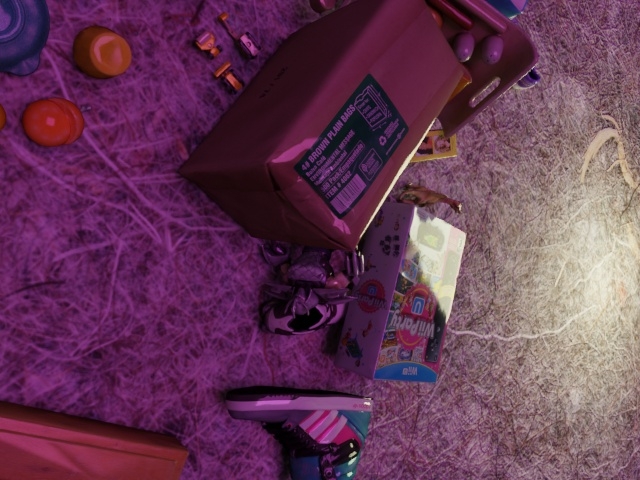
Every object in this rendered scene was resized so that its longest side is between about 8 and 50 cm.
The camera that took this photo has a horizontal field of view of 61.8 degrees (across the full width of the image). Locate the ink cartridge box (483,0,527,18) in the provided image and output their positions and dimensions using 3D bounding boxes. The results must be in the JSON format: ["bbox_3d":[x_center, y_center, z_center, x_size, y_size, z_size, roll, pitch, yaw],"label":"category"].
[{"bbox_3d":[0.217,-0.491,0.926,0.197,0.270,0.198,34,74,-30],"label":"ink cartridge box"}]

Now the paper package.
[{"bbox_3d":[-0.005,-0.169,0.769,0.168,0.309,0.325,44,70,-28],"label":"paper package"}]

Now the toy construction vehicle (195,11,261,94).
[{"bbox_3d":[-0.144,-0.292,0.837,0.086,0.035,0.098,-49,115,-10],"label":"toy construction vehicle"}]

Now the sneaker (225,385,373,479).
[{"bbox_3d":[-0.036,0.343,0.899,0.295,0.123,0.179,16,74,-35],"label":"sneaker"}]

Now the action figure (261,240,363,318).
[{"bbox_3d":[0.000,0.000,0.880,0.099,0.185,0.285,66,38,-54],"label":"action figure"}]

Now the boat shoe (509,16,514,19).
[{"bbox_3d":[0.357,-0.657,1.109,0.156,0.135,0.368,1,102,-32],"label":"boat shoe"}]

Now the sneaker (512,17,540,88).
[{"bbox_3d":[0.461,-0.432,1.219,0.068,0.071,0.170,-39,113,-26],"label":"sneaker"}]

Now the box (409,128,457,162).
[{"bbox_3d":[0.149,-0.175,1.012,0.232,0.087,0.058,-14,103,-34],"label":"box"}]

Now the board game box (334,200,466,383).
[{"bbox_3d":[0.159,0.103,1.000,0.224,0.097,0.304,19,83,-48],"label":"board game box"}]

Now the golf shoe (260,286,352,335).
[{"bbox_3d":[-0.002,0.126,0.921,0.198,0.093,0.077,-14,100,-35],"label":"golf shoe"}]

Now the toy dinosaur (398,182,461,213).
[{"bbox_3d":[0.199,-0.090,1.046,0.183,0.092,0.053,8,88,-35],"label":"toy dinosaur"}]

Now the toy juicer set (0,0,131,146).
[{"bbox_3d":[-0.410,-0.236,0.628,0.329,0.089,0.209,29,89,-41],"label":"toy juicer set"}]

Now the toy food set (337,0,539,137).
[{"bbox_3d":[0.167,-0.313,0.889,0.306,0.219,0.093,30,52,-15],"label":"toy food set"}]

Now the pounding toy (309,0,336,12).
[{"bbox_3d":[-0.041,-0.463,0.855,0.181,0.094,0.206,-27,108,-30],"label":"pounding toy"}]

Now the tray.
[{"bbox_3d":[-0.394,0.321,0.674,0.410,0.076,0.203,27,78,-32],"label":"tray"}]
